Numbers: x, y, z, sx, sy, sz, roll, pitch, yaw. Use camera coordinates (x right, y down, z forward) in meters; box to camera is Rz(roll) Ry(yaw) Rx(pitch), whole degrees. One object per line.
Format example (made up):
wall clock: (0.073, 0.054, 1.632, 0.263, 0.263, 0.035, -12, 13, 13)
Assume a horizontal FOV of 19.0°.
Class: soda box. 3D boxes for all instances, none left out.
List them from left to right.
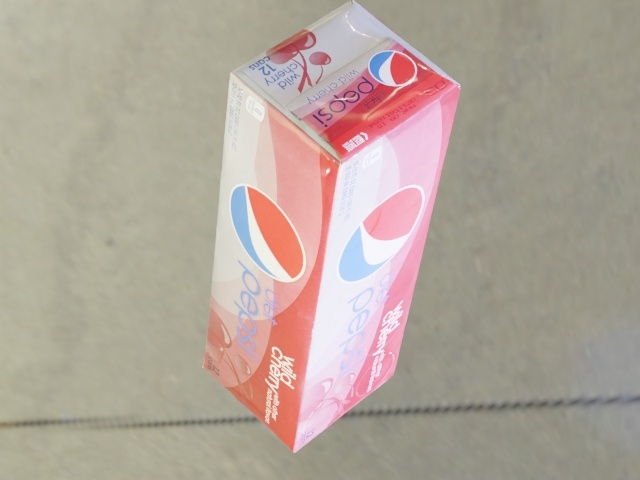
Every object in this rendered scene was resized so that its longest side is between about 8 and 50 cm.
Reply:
soda box: (0.000, 0.000, 1.057, 0.092, 0.263, 0.083, -35, 63, -29)
